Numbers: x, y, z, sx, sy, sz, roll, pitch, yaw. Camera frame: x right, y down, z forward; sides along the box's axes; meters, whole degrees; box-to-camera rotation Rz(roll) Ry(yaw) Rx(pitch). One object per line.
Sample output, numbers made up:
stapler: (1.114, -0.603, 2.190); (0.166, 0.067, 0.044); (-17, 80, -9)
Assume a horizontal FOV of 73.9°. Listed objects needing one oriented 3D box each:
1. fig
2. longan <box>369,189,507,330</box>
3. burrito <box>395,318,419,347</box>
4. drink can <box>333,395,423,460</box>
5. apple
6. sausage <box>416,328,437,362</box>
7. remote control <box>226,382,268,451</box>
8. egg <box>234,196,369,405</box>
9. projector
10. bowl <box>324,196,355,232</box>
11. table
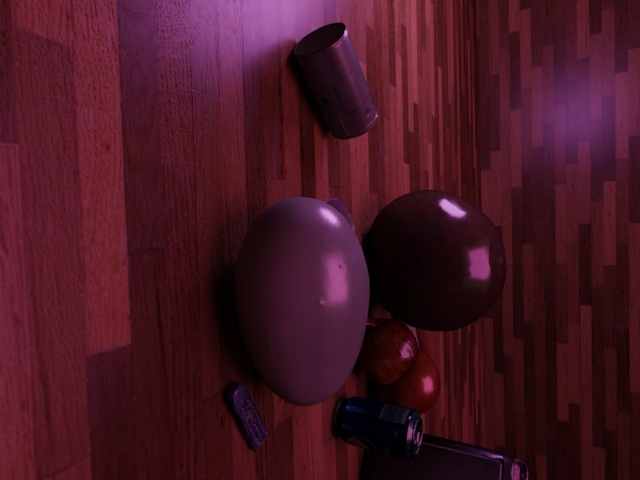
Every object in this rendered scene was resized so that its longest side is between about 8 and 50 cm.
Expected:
fig: (0.168, 0.271, 1.160); (0.175, 0.175, 0.207); (-38, 102, -54)
longan: (0.319, 0.054, 1.194); (0.336, 0.405, 0.403); (18, 73, -71)
burrito: (0.300, 0.320, 1.463); (0.087, 0.061, 0.225); (-43, 125, -46)
drink can: (0.141, 0.457, 1.049); (0.118, 0.205, 0.118); (-7, 98, -60)
apple: (0.249, 0.409, 1.255); (0.162, 0.201, 0.201); (56, 42, -25)
sausage: (0.375, 0.341, 1.567); (0.086, 0.086, 0.288); (-47, 130, -50)
remote control: (-0.132, 0.313, 0.762); (0.043, 0.027, 0.152); (-58, 139, -51)
egg: (-0.031, 0.110, 0.736); (0.230, 0.230, 0.370); (-20, 112, -58)
projector: (0.374, 0.716, 1.242); (0.395, 0.406, 0.241); (47, 50, -49)
bowl: (0.000, 0.000, 0.932); (0.189, 0.086, 0.188); (3, 86, -61)
table: (0.039, -0.354, 0.965); (0.220, 0.127, 0.126); (57, 43, -43)
